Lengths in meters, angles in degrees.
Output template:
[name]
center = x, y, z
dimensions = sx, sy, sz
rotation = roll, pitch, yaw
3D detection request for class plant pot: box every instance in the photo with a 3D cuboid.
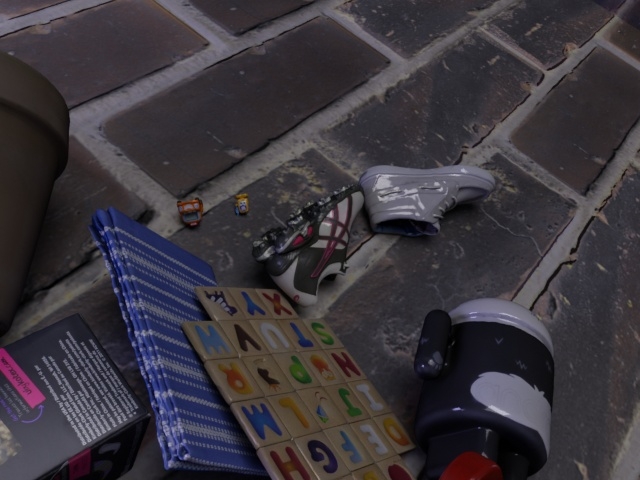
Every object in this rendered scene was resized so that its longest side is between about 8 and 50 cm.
[plant pot]
center = -0.451, -0.029, 0.755
dimensions = 0.323, 0.323, 0.280
rotation = -2, 69, -23

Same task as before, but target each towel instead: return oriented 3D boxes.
[towel]
center = -0.154, 0.126, 0.798
dimensions = 0.243, 0.040, 0.336
rotation = 39, 19, -57

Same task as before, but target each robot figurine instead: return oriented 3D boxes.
[robot figurine]
center = 0.219, 0.207, 0.890
dimensions = 0.173, 0.209, 0.278
rotation = 6, 45, 17

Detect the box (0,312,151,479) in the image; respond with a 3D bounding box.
[box]
center = -0.329, 0.218, 0.657
dimensions = 0.270, 0.165, 0.143
rotation = -27, 67, -36

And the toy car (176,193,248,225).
[toy car]
center = -0.162, -0.048, 1.028
dimensions = 0.122, 0.060, 0.040
rotation = -9, 87, -20

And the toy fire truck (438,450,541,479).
[toy fire truck]
center = 0.164, 0.389, 0.667
dimensions = 0.169, 0.254, 0.302
rotation = 20, 36, 40

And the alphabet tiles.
[alphabet tiles]
center = -0.015, 0.184, 0.816
dimensions = 0.285, 0.011, 0.342
rotation = 10, 37, -55

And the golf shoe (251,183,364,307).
[golf shoe]
center = 0.000, 0.000, 1.038
dimensions = 0.120, 0.105, 0.273
rotation = 60, 40, -9

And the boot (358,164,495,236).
[boot]
center = 0.197, -0.060, 1.169
dimensions = 0.258, 0.095, 0.123
rotation = -1, 58, -12
